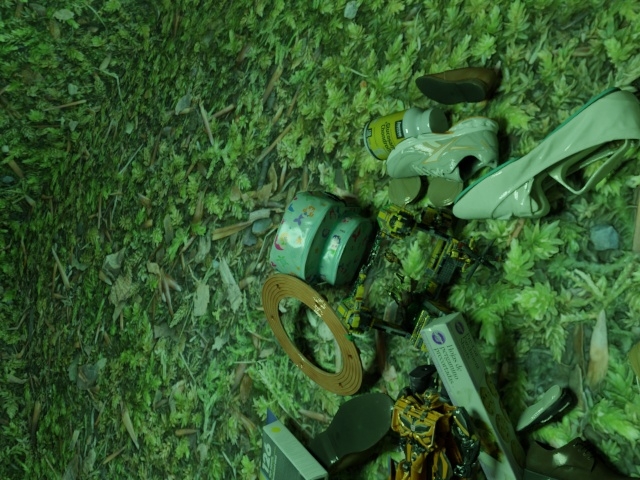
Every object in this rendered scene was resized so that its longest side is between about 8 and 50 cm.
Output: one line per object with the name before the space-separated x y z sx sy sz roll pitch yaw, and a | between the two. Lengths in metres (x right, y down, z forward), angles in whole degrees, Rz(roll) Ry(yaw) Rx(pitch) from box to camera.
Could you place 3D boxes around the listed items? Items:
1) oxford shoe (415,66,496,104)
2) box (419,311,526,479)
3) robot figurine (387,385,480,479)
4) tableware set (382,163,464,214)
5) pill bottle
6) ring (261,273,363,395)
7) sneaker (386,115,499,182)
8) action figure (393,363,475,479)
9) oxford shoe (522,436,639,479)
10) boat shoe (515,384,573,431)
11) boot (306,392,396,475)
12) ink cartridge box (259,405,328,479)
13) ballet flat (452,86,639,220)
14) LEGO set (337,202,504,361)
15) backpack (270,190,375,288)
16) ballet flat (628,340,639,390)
oxford shoe | 0.303 -0.354 1.503 0.212 0.076 0.076 18 64 49
box | 0.288 0.295 1.244 0.063 0.067 0.323 -24 90 41
robot figurine | 0.201 0.420 1.254 0.211 0.085 0.290 8 104 50
tableware set | 0.241 -0.112 1.515 0.194 0.039 0.128 7 73 41
pill bottle | 0.197 -0.249 1.545 0.184 0.103 0.103 -8 74 45
ring | -0.018 0.219 1.578 0.337 0.032 0.336 34 144 30
sneaker | 0.259 -0.170 1.439 0.263 0.099 0.120 -19 62 32
action figure | 0.231 0.401 1.355 0.185 0.099 0.284 17 107 40
oxford shoe | 0.452 0.386 1.138 0.227 0.083 0.096 0 76 45
boat shoe | 0.409 0.316 1.230 0.125 0.038 0.046 -53 3 24
boot | 0.089 0.425 1.470 0.305 0.115 0.112 -49 46 36
ink cartridge box | -0.091 0.597 1.564 0.307 0.072 0.303 27 117 55
ballet flat | 0.428 -0.122 1.265 0.400 0.139 0.139 -37 55 30
LEGO set | 0.196 0.095 1.349 0.331 0.255 0.192 -60 20 4
backpack | 0.000 0.000 1.583 0.191 0.254 0.225 25 98 26
ballet flat | 0.563 0.270 1.073 0.073 0.080 0.232 120 145 -58
